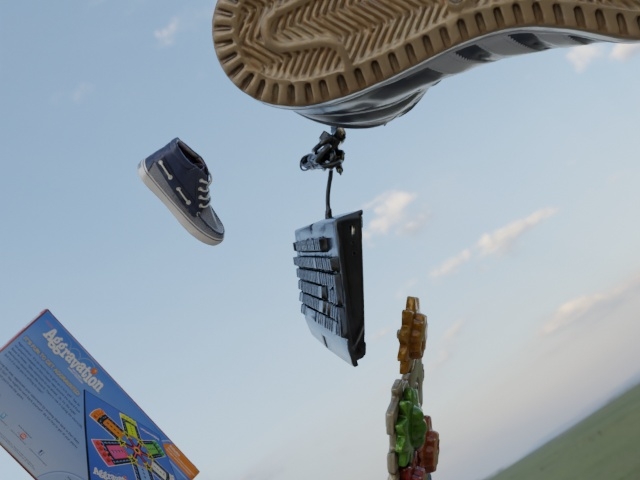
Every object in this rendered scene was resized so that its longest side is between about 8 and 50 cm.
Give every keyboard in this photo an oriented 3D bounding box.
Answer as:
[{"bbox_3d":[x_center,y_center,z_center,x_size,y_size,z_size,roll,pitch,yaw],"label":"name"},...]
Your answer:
[{"bbox_3d":[0.000,0.000,0.833,0.033,0.201,0.317,-1,-1,-8],"label":"keyboard"}]

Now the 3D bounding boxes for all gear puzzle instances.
[{"bbox_3d":[0.114,0.218,1.031,0.044,0.339,0.175,3,20,17],"label":"gear puzzle"}]

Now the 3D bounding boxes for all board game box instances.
[{"bbox_3d":[-0.288,0.233,1.089,0.145,0.281,0.027,-44,15,-21],"label":"board game box"}]

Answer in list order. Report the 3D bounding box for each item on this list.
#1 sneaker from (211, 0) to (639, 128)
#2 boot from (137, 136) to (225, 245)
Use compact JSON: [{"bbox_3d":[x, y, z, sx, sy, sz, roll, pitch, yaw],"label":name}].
[{"bbox_3d":[0.091,-0.127,0.476,0.282,0.099,0.153,-13,1,4],"label":"sneaker"},{"bbox_3d":[-0.200,-0.075,1.456,0.086,0.190,0.069,-32,29,23],"label":"boot"}]
